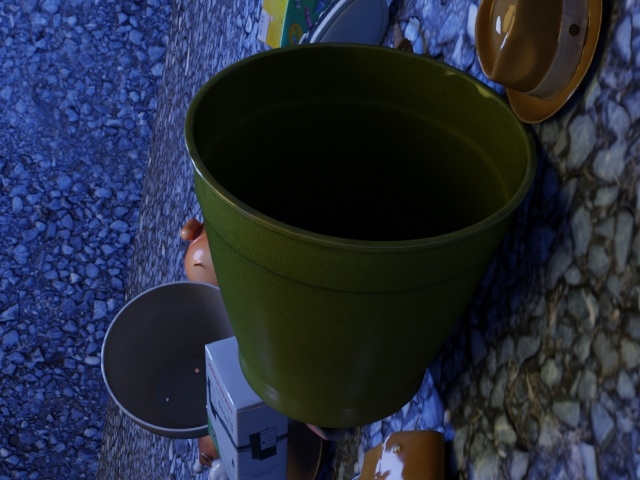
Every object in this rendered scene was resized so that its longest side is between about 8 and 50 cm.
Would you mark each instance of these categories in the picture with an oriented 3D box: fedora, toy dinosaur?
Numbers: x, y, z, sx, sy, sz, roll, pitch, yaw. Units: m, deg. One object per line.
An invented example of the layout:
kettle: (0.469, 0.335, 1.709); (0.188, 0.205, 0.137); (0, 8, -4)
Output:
fedora: (0.211, -0.220, 1.055); (0.194, 0.079, 0.194); (-175, 90, -71)
toy dinosaur: (0.109, -0.235, 1.378); (0.112, 0.064, 0.211); (137, 135, -64)

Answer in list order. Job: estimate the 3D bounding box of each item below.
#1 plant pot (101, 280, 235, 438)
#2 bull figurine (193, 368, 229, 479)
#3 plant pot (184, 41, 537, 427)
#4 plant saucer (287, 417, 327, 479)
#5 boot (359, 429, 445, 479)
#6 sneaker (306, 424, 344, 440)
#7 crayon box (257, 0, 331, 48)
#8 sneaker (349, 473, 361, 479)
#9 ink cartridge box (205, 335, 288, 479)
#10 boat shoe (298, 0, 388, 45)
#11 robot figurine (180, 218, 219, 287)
plant pot: (-0.242, 0.241, 1.858); (0.191, 0.284, 0.284); (95, 170, -60)
bull figurine: (-0.211, 0.388, 2.059); (0.188, 0.101, 0.310); (117, 151, -50)
plant pot: (0.027, 0.017, 1.179); (0.366, 0.367, 0.353); (-106, 17, -47)
plant saucer: (-0.045, 0.322, 1.644); (0.199, 0.036, 0.198); (-15, 71, 51)
boot: (0.118, 0.316, 1.158); (0.295, 0.104, 0.211); (-20, 48, 52)
sneaker: (0.035, 0.146, 1.455); (0.131, 0.112, 0.319); (52, 140, 41)
crayon box: (-0.034, -0.476, 1.822); (0.165, 0.081, 0.278); (-132, 51, -64)
sneaker: (0.059, 0.361, 1.356); (0.152, 0.058, 0.084); (-67, 31, 31)
ink cartridge box: (-0.115, 0.268, 1.580); (0.153, 0.087, 0.208); (-124, 28, -45)
boat shoe: (0.018, -0.304, 1.580); (0.302, 0.114, 0.091); (124, 140, -53)
robot figurine: (-0.202, 0.030, 2.056); (0.219, 0.128, 0.158); (-84, -15, -67)
